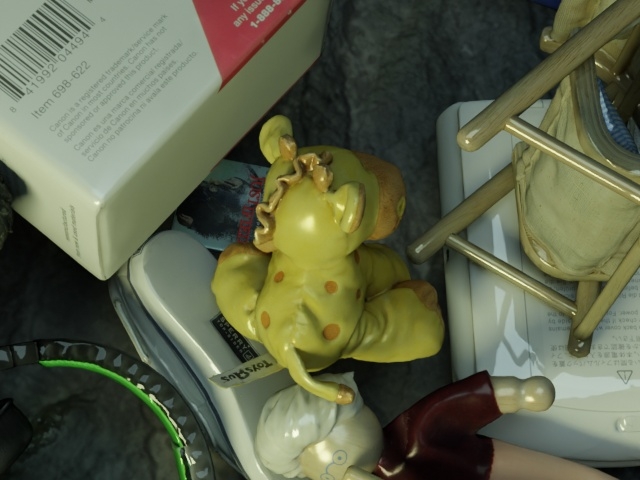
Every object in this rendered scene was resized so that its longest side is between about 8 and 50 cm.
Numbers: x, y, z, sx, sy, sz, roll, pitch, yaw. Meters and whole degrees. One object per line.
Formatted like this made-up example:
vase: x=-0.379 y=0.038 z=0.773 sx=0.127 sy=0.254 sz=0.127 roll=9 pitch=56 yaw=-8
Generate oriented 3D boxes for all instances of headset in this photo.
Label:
headset: x=-0.279 y=0.213 z=1.265 sx=0.394 sy=0.185 sz=0.243 roll=-13 pitch=90 yaw=-17

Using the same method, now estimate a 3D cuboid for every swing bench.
swing bench: x=0.208 y=-0.087 z=1.246 sx=0.165 sy=0.253 sz=0.254 roll=30 pitch=71 yaw=7

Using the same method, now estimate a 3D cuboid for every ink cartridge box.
ink cartridge box: x=-0.221 y=-0.204 z=1.292 sx=0.385 sy=0.160 sz=0.279 roll=38 pitch=70 yaw=10

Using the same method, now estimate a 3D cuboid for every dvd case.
dvd case: x=-0.064 y=-0.025 z=1.441 sx=0.119 sy=0.013 sz=0.087 roll=12 pitch=68 yaw=-2

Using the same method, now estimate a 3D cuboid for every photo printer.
photo printer: x=0.230 y=0.036 z=1.395 sx=0.256 sy=0.107 sz=0.307 roll=-1 pitch=70 yaw=-5

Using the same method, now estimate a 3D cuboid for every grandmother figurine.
grandmother figurine: x=0.115 y=0.186 z=1.283 sx=0.342 sy=0.104 sz=0.208 roll=20 pitch=106 yaw=-9

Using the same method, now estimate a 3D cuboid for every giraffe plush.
giraffe plush: x=0.000 y=0.000 z=1.239 sx=0.181 sy=0.170 sz=0.210 roll=21 pitch=29 yaw=23

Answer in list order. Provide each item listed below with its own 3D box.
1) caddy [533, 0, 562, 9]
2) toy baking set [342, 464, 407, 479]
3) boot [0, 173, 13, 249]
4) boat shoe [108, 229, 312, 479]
caddy: x=0.208 y=-0.357 z=1.507 sx=0.341 sy=0.179 sz=0.241 roll=19 pitch=68 yaw=2
toy baking set: x=0.083 y=0.274 z=1.262 sx=0.256 sy=0.197 sz=0.030 roll=22 pitch=34 yaw=6
boot: x=-0.407 y=-0.021 z=1.253 sx=0.348 sy=0.260 sz=0.131 roll=19 pitch=54 yaw=-7
boat shoe: x=-0.079 y=0.120 z=1.342 sx=0.267 sy=0.088 sz=0.096 roll=52 pitch=48 yaw=-5
